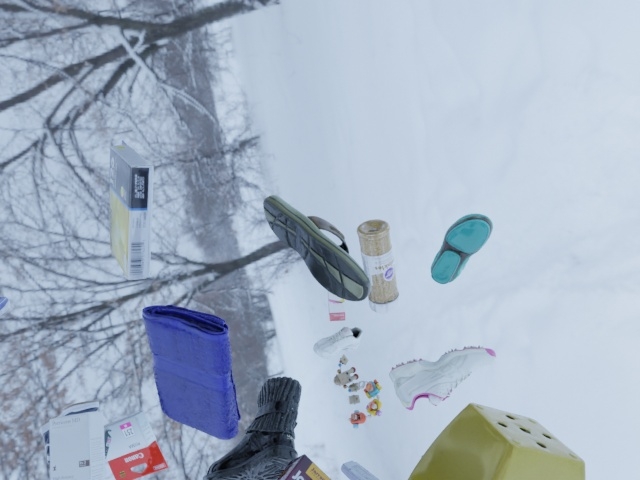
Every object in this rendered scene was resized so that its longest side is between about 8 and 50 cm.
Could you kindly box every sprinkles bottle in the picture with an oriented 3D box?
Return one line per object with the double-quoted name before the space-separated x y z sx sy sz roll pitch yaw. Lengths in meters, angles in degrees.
"sprinkles bottle" 0.216 0.100 2.034 0.121 0.121 0.355 -117 12 -59

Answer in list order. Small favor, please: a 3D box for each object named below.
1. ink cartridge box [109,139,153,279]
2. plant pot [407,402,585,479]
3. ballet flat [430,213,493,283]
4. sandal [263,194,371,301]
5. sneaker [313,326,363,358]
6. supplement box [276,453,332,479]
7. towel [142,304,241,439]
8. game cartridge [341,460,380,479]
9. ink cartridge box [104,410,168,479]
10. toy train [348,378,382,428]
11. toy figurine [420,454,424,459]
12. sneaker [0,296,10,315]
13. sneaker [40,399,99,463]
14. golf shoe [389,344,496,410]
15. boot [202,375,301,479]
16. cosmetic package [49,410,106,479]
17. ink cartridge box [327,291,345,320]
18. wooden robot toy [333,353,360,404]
"ink cartridge box" -0.527 -0.093 1.488 0.307 0.072 0.303 32 121 50
"plant pot" 0.302 0.395 0.905 0.212 0.212 0.187 -137 67 -73
"ballet flat" 0.317 0.002 1.242 0.087 0.083 0.247 -56 -9 -39
"sandal" -0.001 -0.002 1.119 0.303 0.086 0.120 45 147 24
"sneaker" 0.071 0.384 2.151 0.090 0.232 0.115 47 130 31
"supplement box" -0.062 0.536 1.089 0.104 0.188 0.080 42 139 4
"towel" -0.286 0.296 1.262 0.076 0.228 0.308 -38 -45 -53
"game cartridge" 0.079 0.441 1.019 0.083 0.017 0.056 28 180 32
"ink cartridge box" -0.740 0.801 2.091 0.238 0.275 0.060 65 -160 2
"toy train" 0.145 0.537 1.838 0.046 0.125 0.166 44 -136 -39
"toy figurine" 0.401 0.688 1.615 0.210 0.213 0.148 38 -161 1
"sneaker" -1.196 0.192 1.772 0.127 0.316 0.182 -97 0 -73
"sneaker" -0.790 0.621 1.758 0.099 0.282 0.153 13 -130 -52
"golf shoe" 0.356 0.391 1.563 0.115 0.307 0.140 54 -159 -57
"boot" -0.191 0.569 1.603 0.131 0.348 0.260 43 -152 -35
"cosmetic package" -0.640 0.577 1.453 0.085 0.118 0.230 58 -158 -75
"ink cartridge box" 0.062 0.205 2.180 0.115 0.067 0.198 -96 3 -70
"wooden robot toy" 0.085 0.493 1.935 0.079 0.076 0.173 -31 74 37
